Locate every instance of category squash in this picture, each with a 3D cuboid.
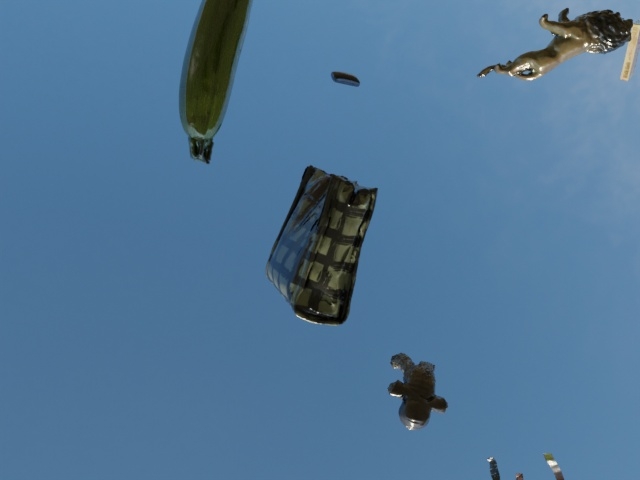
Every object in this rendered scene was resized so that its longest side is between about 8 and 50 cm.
[{"bbox_3d":[-0.133,-0.223,0.852,0.066,0.066,0.252,13,-96,-13],"label":"squash"}]

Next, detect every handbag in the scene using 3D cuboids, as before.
[{"bbox_3d":[0.000,0.000,1.643,0.162,0.325,0.327,18,-85,-18],"label":"handbag"}]

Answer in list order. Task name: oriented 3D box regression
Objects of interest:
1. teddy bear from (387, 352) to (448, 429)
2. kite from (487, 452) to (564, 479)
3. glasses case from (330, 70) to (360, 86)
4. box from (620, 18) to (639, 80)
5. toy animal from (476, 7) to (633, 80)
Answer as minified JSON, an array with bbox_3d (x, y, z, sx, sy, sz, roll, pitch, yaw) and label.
[{"bbox_3d":[0.184,0.273,1.299,0.119,0.078,0.160,18,-138,-9],"label":"teddy bear"},{"bbox_3d":[0.335,0.445,0.961,0.015,0.169,0.310,-11,-93,-63],"label":"kite"},{"bbox_3d":[0.063,-0.401,1.712,0.083,0.023,0.033,3,-130,-39],"label":"glasses case"},{"bbox_3d":[0.528,-0.322,1.173,0.015,0.093,0.058,16,-149,26],"label":"box"},{"bbox_3d":[0.325,-0.282,0.988,0.069,0.219,0.086,-7,-100,-63],"label":"toy animal"}]
